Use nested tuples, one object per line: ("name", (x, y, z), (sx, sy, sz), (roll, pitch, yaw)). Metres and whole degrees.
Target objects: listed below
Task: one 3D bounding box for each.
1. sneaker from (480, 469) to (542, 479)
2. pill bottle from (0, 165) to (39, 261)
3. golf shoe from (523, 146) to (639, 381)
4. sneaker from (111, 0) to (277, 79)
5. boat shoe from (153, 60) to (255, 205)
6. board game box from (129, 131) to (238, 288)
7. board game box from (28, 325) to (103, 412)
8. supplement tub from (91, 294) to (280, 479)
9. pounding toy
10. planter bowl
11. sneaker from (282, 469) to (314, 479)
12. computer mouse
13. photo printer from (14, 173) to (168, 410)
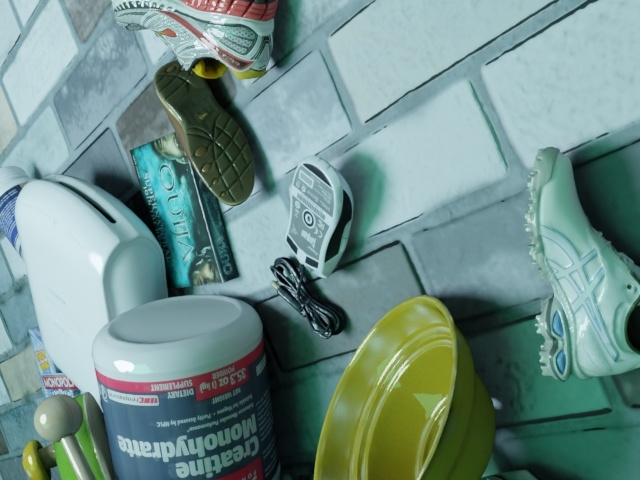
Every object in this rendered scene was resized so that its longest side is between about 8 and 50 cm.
("sneaker", (0.162, 0.299, 0.621), (0.163, 0.086, 0.226), (44, 125, 16))
("pill bottle", (-0.450, -0.038, 1.114), (0.169, 0.094, 0.094), (45, 132, 24))
("golf shoe", (0.196, 0.015, 0.521), (0.086, 0.069, 0.176), (-6, 104, 26))
("sneaker", (-0.139, -0.215, 0.741), (0.225, 0.088, 0.093), (22, 120, 39))
("boat shoe", (-0.124, -0.113, 0.790), (0.178, 0.064, 0.060), (60, 167, 13))
("board game box", (-0.171, -0.035, 0.883), (0.126, 0.026, 0.186), (-9, 98, 47))
("board game box", (-0.414, 0.228, 1.202), (0.194, 0.060, 0.194), (-13, 96, 47))
("supplement tub", (-0.148, 0.216, 0.832), (0.191, 0.191, 0.272), (8, 110, 43))
("pounding toy", (-0.308, 0.287, 0.872), (0.237, 0.110, 0.183), (112, 136, -71))
("planter bowl", (0.086, 0.163, 0.620), (0.090, 0.217, 0.217), (26, 136, -16))
("sneaker", (0.032, 0.383, 0.779), (0.276, 0.097, 0.135), (46, 128, 22))
("computer mouse", (0.000, 0.000, 0.716), (0.106, 0.042, 0.193), (43, 137, 32))
("photo printer", (-0.307, 0.069, 0.980), (0.256, 0.107, 0.308), (28, 129, 37))
